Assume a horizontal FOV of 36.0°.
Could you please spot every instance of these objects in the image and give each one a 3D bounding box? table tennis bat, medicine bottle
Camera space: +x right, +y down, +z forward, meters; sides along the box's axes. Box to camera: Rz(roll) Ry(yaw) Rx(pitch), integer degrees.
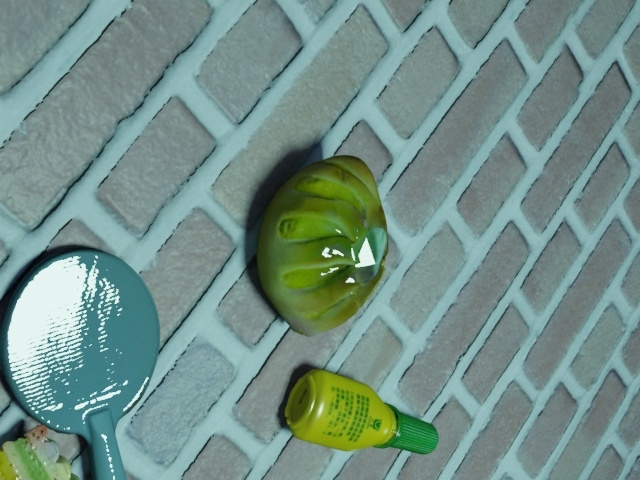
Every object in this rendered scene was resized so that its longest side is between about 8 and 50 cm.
[{"bbox_3d":[-0.299,0.171,1.275,0.215,0.044,0.329,-16,105,-36],"label":"table tennis bat"},{"bbox_3d":[0.077,0.289,1.569,0.309,0.076,0.111,24,85,-38],"label":"medicine bottle"}]

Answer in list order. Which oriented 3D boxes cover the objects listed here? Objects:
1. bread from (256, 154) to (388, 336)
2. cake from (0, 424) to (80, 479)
[{"bbox_3d":[-0.006,0.012,1.410,0.156,0.158,0.261,-8,100,-34],"label":"bread"},{"bbox_3d":[-0.339,0.348,1.232,0.109,0.090,0.225,-31,115,-11],"label":"cake"}]
